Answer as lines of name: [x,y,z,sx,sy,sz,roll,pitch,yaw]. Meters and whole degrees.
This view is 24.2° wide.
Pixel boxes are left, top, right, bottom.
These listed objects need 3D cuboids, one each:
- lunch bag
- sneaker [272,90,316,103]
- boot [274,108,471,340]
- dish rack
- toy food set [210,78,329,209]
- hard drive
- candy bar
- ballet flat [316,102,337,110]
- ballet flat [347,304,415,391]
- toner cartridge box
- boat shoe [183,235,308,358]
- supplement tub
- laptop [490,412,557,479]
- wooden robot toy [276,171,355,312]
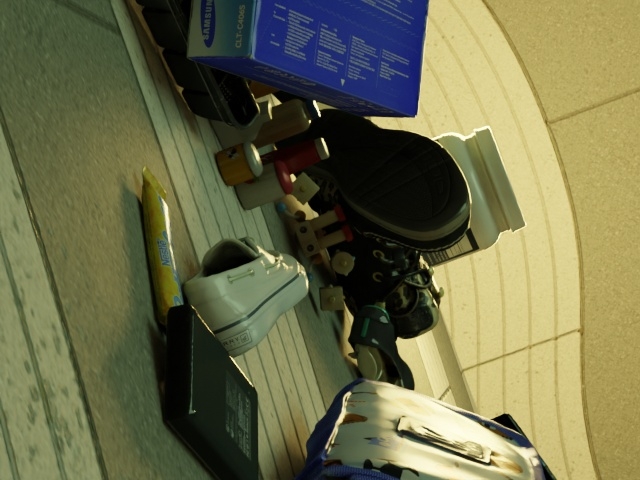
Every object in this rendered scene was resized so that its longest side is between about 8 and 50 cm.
lunch bag: [0.128,0.311,1.353,0.385,0.239,0.328,52,10,-2]
sneaker: [-0.061,-0.302,1.761,0.483,0.185,0.202,47,20,-68]
boot: [0.094,0.002,1.925,0.377,0.138,0.284,29,-33,52]
dish rack: [-0.084,-0.270,1.514,0.271,0.074,0.208,-59,141,-35]
toy food set: [-0.050,-0.119,1.645,0.232,0.105,0.111,-94,162,-64]
hard drive: [-0.078,0.120,1.099,0.135,0.022,0.094,60,22,-51]
candy bar: [-0.121,0.011,1.154,0.040,0.018,0.161,61,11,-48]
ballet flat: [-0.058,-0.349,2.195,0.139,0.139,0.400,46,21,-71]
ballet flat: [0.076,0.167,1.962,0.203,0.074,0.074,70,5,-49]
toner cartridge box: [-0.001,-0.231,1.518,0.348,0.075,0.165,11,83,-60]
boat shoe: [-0.063,0.031,1.259,0.226,0.083,0.075,-71,141,-77]
supplement tub: [0.162,-0.053,2.317,0.191,0.272,0.191,-20,90,-83]
laptop: [0.170,0.359,1.624,0.264,0.234,0.136,55,42,-4]
wooden robot toy: [0.000,0.000,1.842,0.079,0.076,0.173,-159,-131,-86]
